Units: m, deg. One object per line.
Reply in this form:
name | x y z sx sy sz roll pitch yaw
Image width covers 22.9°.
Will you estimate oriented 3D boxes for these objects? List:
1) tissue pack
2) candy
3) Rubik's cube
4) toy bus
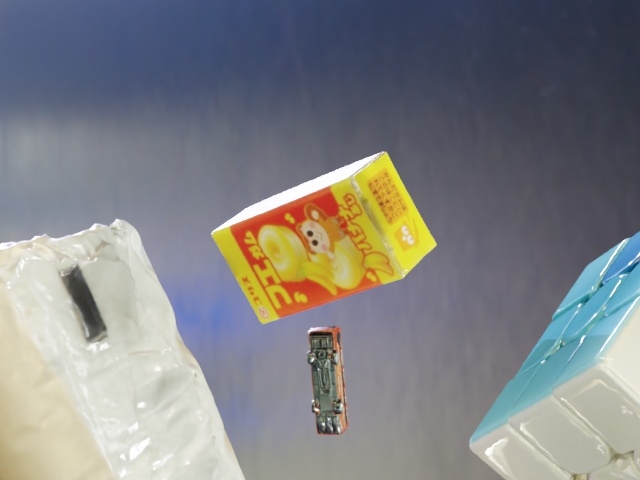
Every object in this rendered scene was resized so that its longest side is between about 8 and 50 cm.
tissue pack | -0.237 0.175 1.277 0.375 0.195 0.390 -23 97 40
candy | 0.000 0.000 2.000 0.276 0.088 0.146 -23 102 44
Rubik's cube | 0.381 0.160 1.589 0.292 0.291 0.290 -51 2 -29
toy bus | 0.009 0.139 1.577 0.043 0.031 0.110 -36 -57 -70
